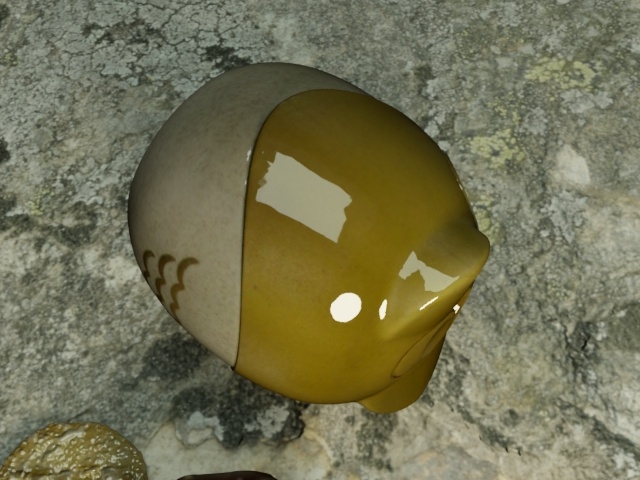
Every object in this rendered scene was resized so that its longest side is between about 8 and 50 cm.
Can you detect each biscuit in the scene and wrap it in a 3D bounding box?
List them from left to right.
[{"bbox_3d":[-0.336,0.339,1.330,0.220,0.033,0.220,-1,55,1],"label":"biscuit"}]

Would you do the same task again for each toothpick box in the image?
[{"bbox_3d":[0.000,0.000,1.314,0.425,0.409,0.409,39,66,18],"label":"toothpick box"}]

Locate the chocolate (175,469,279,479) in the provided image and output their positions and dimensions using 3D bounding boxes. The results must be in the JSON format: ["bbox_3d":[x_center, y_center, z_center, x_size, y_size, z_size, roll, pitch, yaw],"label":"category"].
[{"bbox_3d":[-0.062,0.414,1.161,0.210,0.225,0.340,-21,58,-25],"label":"chocolate"}]
